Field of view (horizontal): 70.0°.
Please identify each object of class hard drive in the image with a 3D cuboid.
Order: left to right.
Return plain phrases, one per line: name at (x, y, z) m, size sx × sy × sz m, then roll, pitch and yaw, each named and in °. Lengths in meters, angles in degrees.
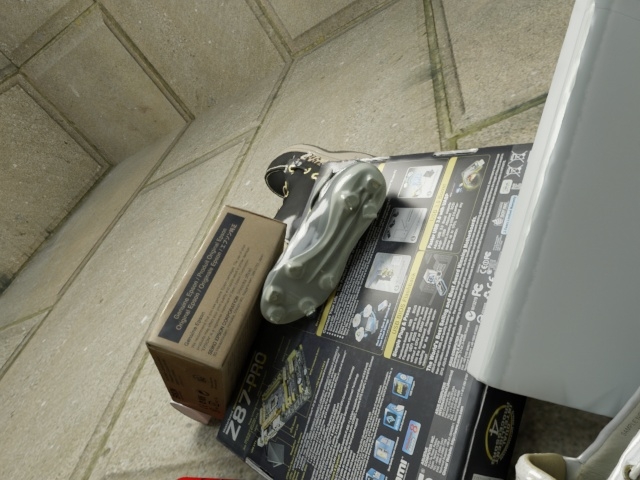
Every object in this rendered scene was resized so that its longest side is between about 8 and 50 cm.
hard drive at (0.252, -0.018, 0.350) m, size 0.040 × 0.203 × 0.307 m, roll -163°, pitch 89°, yaw -83°

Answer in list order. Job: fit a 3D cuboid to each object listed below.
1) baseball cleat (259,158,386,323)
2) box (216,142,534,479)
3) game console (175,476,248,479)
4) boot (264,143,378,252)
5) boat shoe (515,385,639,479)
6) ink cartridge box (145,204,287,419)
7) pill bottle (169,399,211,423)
baseball cleat at (0.000, 0.000, 0.525) m, size 0.205 × 0.072 × 0.109 m, roll -51°, pitch 21°, yaw 7°
box at (0.066, 0.091, 0.508) m, size 0.319 × 0.097 × 0.394 m, roll 5°, pitch 69°, yaw 46°
game console at (-0.160, 0.365, 0.558) m, size 0.144 × 0.085 × 0.123 m, roll -17°, pitch 68°, yaw 32°
boot at (-0.057, -0.046, 0.893) m, size 0.378 × 0.138 × 0.284 m, roll 17°, pitch 60°, yaw 47°
boat shoe at (0.173, 0.186, 0.311) m, size 0.096 × 0.098 × 0.277 m, roll 42°, pitch 99°, yaw 18°
ink cartridge box at (-0.123, 0.101, 0.589) m, size 0.088 × 0.234 × 0.193 m, roll 19°, pitch 55°, yaw 2°
pill bottle at (-0.164, 0.199, 0.713) m, size 0.086 × 0.086 × 0.151 m, roll -7°, pitch 42°, yaw 40°
